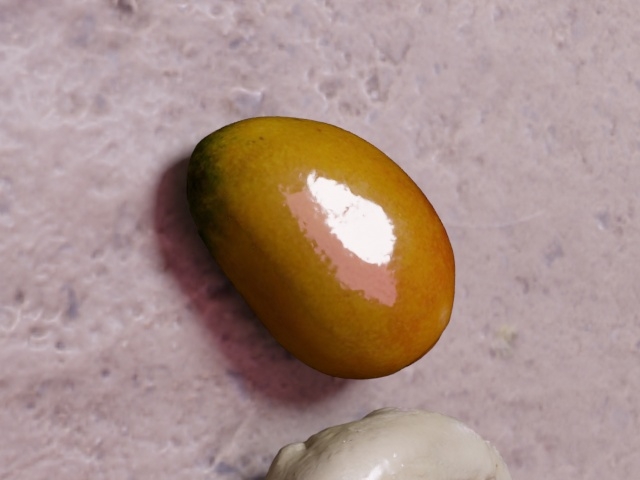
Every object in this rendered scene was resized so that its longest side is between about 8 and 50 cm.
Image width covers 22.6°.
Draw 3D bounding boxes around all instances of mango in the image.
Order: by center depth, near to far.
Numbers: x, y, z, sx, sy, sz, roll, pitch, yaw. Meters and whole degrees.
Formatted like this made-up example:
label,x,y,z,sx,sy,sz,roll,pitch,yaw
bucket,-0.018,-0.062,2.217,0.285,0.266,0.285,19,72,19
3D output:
label,x,y,z,sx,sy,sz,roll,pitch,yaw
mango,0.005,-0.002,1.134,0.151,0.120,0.221,-43,103,-23

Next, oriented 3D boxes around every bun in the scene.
label,x,y,z,sx,sy,sz,roll,pitch,yaw
bun,0.028,0.212,1.138,0.231,0.133,0.231,-24,126,-38
